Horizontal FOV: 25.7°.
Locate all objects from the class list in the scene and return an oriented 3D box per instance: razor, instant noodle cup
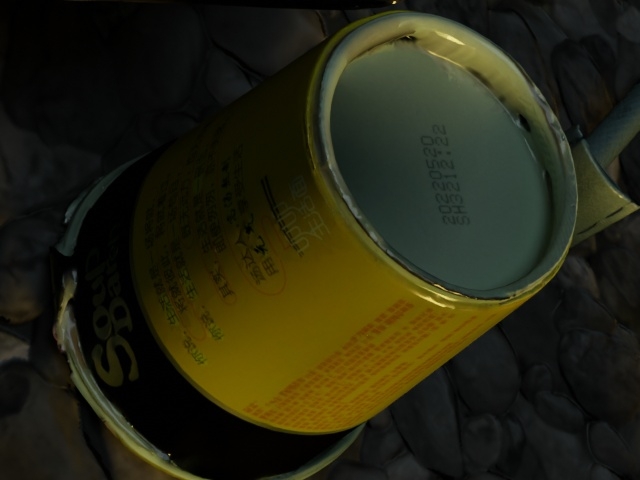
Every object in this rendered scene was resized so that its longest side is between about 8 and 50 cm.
[{"bbox_3d":[0.195,-0.069,0.974,0.068,0.106,0.232,52,42,-4],"label":"razor"},{"bbox_3d":[0.000,0.000,0.717,0.215,0.236,0.215,14,61,-27],"label":"instant noodle cup"}]

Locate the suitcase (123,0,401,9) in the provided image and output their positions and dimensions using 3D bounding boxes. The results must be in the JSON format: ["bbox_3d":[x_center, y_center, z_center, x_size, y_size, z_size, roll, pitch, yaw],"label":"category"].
[{"bbox_3d":[-0.124,-0.251,0.687,0.434,0.194,0.283,3,59,15],"label":"suitcase"}]
